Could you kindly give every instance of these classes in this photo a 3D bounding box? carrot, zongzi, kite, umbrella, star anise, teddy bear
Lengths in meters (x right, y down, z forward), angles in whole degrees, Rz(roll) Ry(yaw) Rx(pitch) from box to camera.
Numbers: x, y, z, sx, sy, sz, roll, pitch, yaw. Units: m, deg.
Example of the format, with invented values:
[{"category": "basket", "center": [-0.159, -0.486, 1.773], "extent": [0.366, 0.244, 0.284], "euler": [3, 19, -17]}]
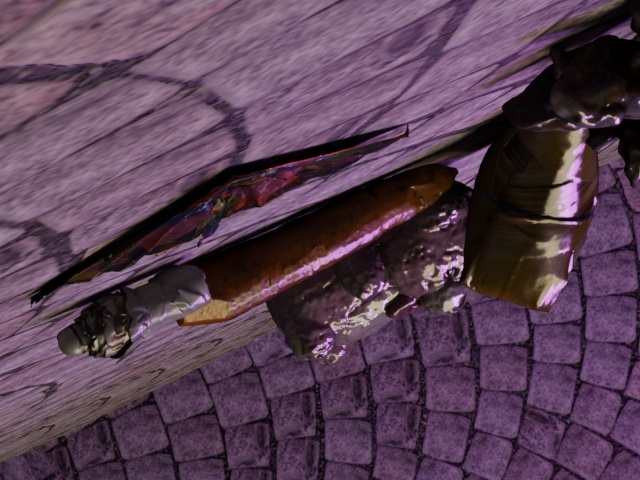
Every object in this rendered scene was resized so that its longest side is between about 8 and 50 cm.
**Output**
[{"category": "carrot", "center": [0.000, 0.000, 1.476], "extent": [0.314, 0.066, 0.066], "euler": [-25, 176, -17]}, {"category": "zongzi", "center": [0.230, -0.104, 1.543], "extent": [0.260, 0.123, 0.289], "euler": [-70, 174, -58]}, {"category": "kite", "center": [-0.066, -0.029, 1.107], "extent": [0.321, 0.016, 0.234], "euler": [-26, 174, -10]}, {"category": "umbrella", "center": [-0.165, 0.063, 1.355], "extent": [0.143, 0.062, 0.067], "euler": [-25, -154, -18]}, {"category": "star anise", "center": [0.275, -0.119, 1.158], "extent": [0.283, 0.129, 0.212], "euler": [-20, 145, 19]}, {"category": "teddy bear", "center": [0.069, 0.034, 1.713], "extent": [0.267, 0.151, 0.236], "euler": [-22, 170, 9]}]

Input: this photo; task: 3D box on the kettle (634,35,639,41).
[{"category": "kettle", "center": [0.401, -0.103, 1.314], "extent": [0.165, 0.255, 0.240], "euler": [-23, 175, -5]}]
